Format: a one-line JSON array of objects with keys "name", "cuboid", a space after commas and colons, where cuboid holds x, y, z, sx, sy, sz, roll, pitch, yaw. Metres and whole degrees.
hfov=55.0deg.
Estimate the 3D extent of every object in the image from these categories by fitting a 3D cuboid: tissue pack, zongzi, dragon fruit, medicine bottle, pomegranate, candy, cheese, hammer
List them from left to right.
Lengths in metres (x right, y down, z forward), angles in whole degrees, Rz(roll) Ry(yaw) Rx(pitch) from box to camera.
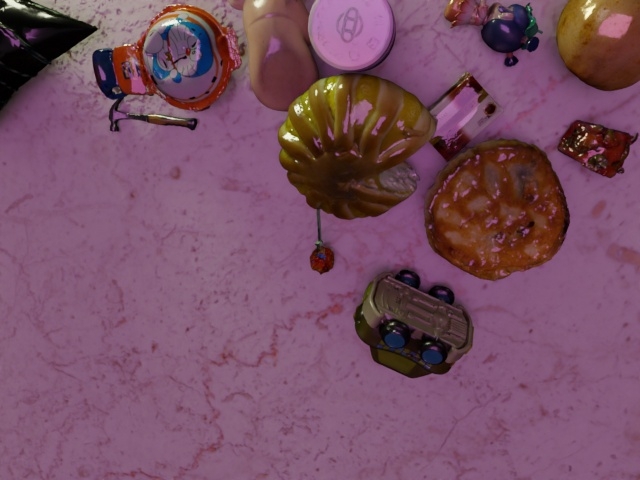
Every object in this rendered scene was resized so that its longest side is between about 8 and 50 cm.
[{"name": "zongzi", "cuboid": [-0.664, -0.389, 1.274, 0.362, 0.319, 0.383, 18, 89, 4]}, {"name": "hammer", "cuboid": [-0.372, -0.273, 1.363, 0.201, 0.021, 0.078, 6, 106, 6]}, {"name": "cheese", "cuboid": [-0.319, -0.369, 1.275, 0.330, 0.129, 0.216, -5, 105, 16]}, {"name": "candy", "cuboid": [0.000, 0.000, 1.327, 0.061, 0.060, 0.201, 3, 142, 7]}, {"name": "medicine bottle", "cuboid": [0.065, -0.393, 1.150, 0.152, 0.254, 0.152, 2, 106, 7]}, {"name": "tissue pack", "cuboid": [0.276, -0.249, 1.242, 0.106, 0.099, 0.149, 45, 106, -6]}, {"name": "dragon fruit", "cuboid": [0.563, -0.183, 1.224, 0.147, 0.096, 0.102, 17, 103, 1]}, {"name": "pomegranate", "cuboid": [0.536, -0.378, 1.118, 0.207, 0.207, 0.207, 2, 106, 7]}]

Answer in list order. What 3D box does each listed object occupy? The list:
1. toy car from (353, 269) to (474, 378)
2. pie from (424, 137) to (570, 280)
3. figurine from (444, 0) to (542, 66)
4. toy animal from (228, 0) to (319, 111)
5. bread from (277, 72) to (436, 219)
[{"name": "toy car", "cuboid": [0.187, 0.206, 1.353, 0.248, 0.204, 0.198, 25, 130, -2]}, {"name": "pie", "cuboid": [0.364, -0.064, 1.266, 0.315, 0.092, 0.315, -1, 113, -3]}, {"name": "figurine", "cuboid": [0.332, -0.425, 1.195, 0.195, 0.111, 0.102, 24, 90, 4]}, {"name": "toy animal", "cuboid": [-0.082, -0.382, 1.224, 0.167, 0.154, 0.250, -9, 104, 10]}, {"name": "bread", "cuboid": [0.059, -0.168, 1.204, 0.333, 0.160, 0.333, 10, 140, 8]}]
